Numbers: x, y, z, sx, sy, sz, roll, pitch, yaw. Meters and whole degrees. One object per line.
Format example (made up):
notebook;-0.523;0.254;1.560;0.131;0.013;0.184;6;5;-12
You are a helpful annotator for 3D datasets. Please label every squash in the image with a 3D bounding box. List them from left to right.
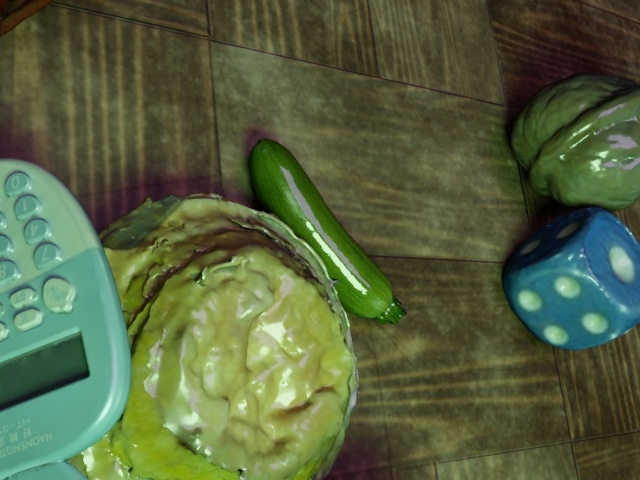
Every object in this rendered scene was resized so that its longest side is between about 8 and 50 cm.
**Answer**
squash;0.000;0.000;0.822;0.258;0.069;0.069;53;53;-8

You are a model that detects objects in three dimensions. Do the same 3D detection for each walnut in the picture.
walnut;0.386;-0.139;1.060;0.224;0.224;0.224;12;68;-31

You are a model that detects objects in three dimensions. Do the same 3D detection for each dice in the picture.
dice;0.345;0.051;0.996;0.146;0.146;0.143;52;51;-8

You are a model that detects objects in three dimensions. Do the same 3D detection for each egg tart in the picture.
egg tart;-0.084;0.115;0.670;0.352;0.150;0.351;9;75;-36

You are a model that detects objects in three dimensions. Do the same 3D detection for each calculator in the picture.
calculator;-0.240;0.077;0.571;0.188;0.042;0.302;-21;75;7

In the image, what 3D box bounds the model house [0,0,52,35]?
model house;-0.308;-0.349;0.673;0.254;0.160;0.196;45;54;-12
